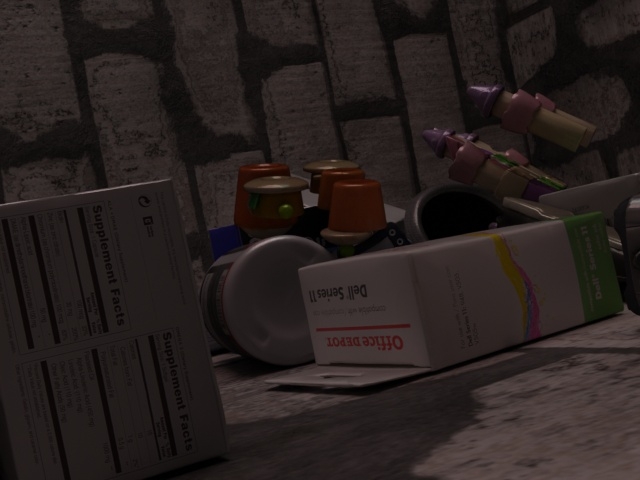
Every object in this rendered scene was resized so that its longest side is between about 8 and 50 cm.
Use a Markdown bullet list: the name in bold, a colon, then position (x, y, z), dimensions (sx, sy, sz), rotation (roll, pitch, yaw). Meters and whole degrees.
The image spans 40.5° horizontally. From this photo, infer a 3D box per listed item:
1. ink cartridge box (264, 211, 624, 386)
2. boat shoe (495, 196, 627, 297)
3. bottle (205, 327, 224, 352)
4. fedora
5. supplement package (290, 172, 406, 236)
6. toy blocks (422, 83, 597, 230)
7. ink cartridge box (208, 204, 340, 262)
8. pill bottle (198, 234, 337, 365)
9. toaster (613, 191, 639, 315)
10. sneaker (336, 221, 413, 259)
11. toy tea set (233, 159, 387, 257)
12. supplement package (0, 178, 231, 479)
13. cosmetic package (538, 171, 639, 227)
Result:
- **ink cartridge box**: position (0.122, 0.059, 0.926), dimensions (0.354, 0.119, 0.207), rotation (-11, -1, -34)
- **boat shoe**: position (0.348, 0.024, 1.130), dimensions (0.112, 0.095, 0.335), rotation (5, 13, -28)
- **bottle**: position (-0.150, 0.134, 1.461), dimensions (0.283, 0.092, 0.118), rotation (-11, 0, -31)
- **fedora**: position (0.262, 0.015, 1.619), dimensions (0.276, 0.243, 0.124), rotation (-15, -28, -34)
- **supplement package**: position (0.000, 0.000, 1.652), dimensions (0.293, 0.175, 0.177), rotation (19, 20, 23)
- **toy blocks**: position (0.272, -0.114, 1.457), dimensions (0.260, 0.308, 0.289), rotation (28, 16, 15)
- **ink cartridge box**: position (-0.064, 0.059, 1.360), dimensions (0.208, 0.206, 0.045), rotation (-12, -5, 5)
- **pill bottle**: position (-0.076, 0.082, 1.177), dimensions (0.161, 0.161, 0.283), rotation (-11, -1, -17)
- **toaster**: position (0.393, 0.002, 0.827), dimensions (0.147, 0.129, 0.227), rotation (-7, 1, 44)
- **sneaker**: position (0.158, 0.037, 1.153), dimensions (0.283, 0.153, 0.099), rotation (-11, -1, -1)
- **toy tea set**: position (-0.017, -0.034, 1.201), dimensions (0.200, 0.124, 0.336), rotation (-3, 12, -8)
- **supplement package**: position (-0.199, 0.078, 0.695), dimensions (0.145, 0.203, 0.262), rotation (-12, 0, -26)
- **cosmetic package**: position (0.531, -0.035, 1.282), dimensions (0.366, 0.155, 0.197), rotation (-13, -1, -31)
